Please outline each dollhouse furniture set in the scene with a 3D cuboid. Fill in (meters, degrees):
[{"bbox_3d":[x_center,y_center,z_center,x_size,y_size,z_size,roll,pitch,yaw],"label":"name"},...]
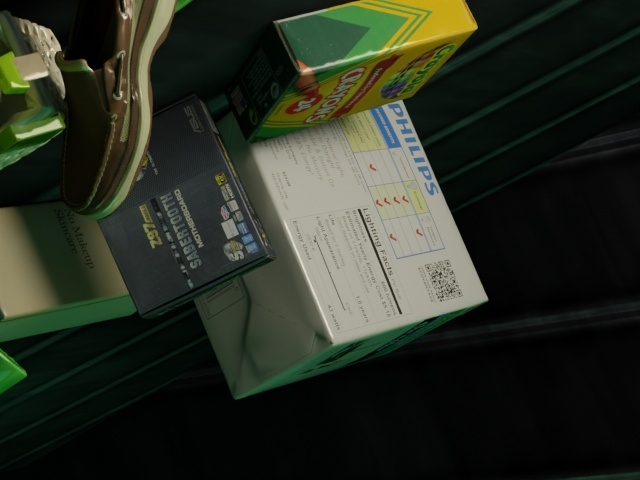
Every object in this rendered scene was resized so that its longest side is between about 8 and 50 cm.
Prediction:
[{"bbox_3d":[-0.288,-0.157,1.243,0.076,0.151,0.058,-28,178,41],"label":"dollhouse furniture set"}]

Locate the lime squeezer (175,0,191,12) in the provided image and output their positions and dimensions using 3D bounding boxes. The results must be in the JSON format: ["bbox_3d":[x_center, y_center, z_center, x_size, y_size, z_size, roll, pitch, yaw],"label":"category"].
[{"bbox_3d":[-0.247,-0.183,1.488,0.310,0.059,0.110,-36,-166,41],"label":"lime squeezer"}]

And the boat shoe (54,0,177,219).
[{"bbox_3d":[-0.210,-0.150,1.282,0.095,0.257,0.095,11,180,39],"label":"boat shoe"}]

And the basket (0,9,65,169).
[{"bbox_3d":[-0.325,-0.133,1.354,0.167,0.113,0.103,-28,170,20],"label":"basket"}]

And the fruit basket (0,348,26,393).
[{"bbox_3d":[-0.366,-0.012,1.171,0.392,0.283,0.392,-41,-161,18],"label":"fruit basket"}]

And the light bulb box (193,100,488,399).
[{"bbox_3d":[0.000,0.000,2.025,0.361,0.358,0.225,-10,164,-48],"label":"light bulb box"}]

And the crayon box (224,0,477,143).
[{"bbox_3d":[0.058,-0.235,1.777,0.318,0.081,0.202,-19,167,-27],"label":"crayon box"}]

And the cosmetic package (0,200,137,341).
[{"bbox_3d":[-0.373,0.037,1.925,0.113,0.160,0.309,-34,167,37],"label":"cosmetic package"}]

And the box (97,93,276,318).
[{"bbox_3d":[-0.186,-0.042,1.759,0.183,0.232,0.059,-25,171,7],"label":"box"}]
